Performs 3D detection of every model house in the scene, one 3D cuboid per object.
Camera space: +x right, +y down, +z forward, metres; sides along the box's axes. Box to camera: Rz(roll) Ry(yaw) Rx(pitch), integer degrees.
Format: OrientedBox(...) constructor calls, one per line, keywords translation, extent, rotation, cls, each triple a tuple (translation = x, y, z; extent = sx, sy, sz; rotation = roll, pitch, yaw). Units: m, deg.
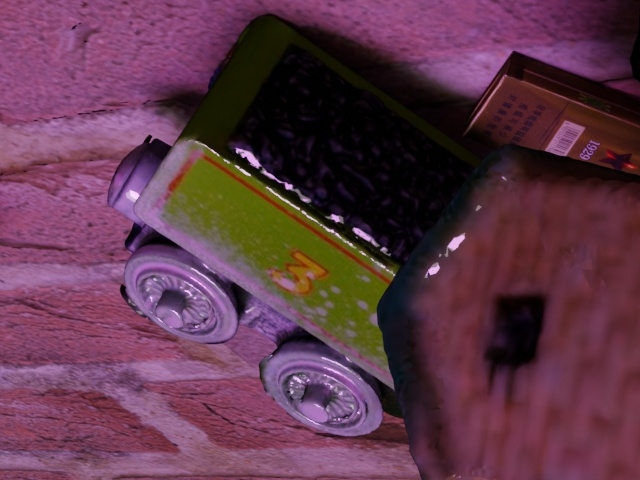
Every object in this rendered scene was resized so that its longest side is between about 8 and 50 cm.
OrientedBox(translation=(0.245, 0.108, 1.055), extent=(0.382, 0.335, 0.342), rotation=(14, 177, -39), cls="model house")

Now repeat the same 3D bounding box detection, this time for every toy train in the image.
OrientedBox(translation=(0.000, 0.000, 1.269), extent=(0.307, 0.173, 0.249), rotation=(34, 143, -7), cls="toy train")

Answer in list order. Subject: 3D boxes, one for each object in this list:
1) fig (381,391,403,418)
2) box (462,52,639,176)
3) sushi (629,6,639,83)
OrientedBox(translation=(0.115, 0.108, 1.492), extent=(0.177, 0.117, 0.117), rotation=(14, 153, -15), cls="fig")
OrientedBox(translation=(0.176, -0.079, 1.205), extent=(0.133, 0.023, 0.090), rotation=(20, 153, -5), cls="box")
OrientedBox(translation=(0.289, -0.118, 0.960), extent=(0.225, 0.136, 0.126), rotation=(20, 143, 6), cls="sushi")
